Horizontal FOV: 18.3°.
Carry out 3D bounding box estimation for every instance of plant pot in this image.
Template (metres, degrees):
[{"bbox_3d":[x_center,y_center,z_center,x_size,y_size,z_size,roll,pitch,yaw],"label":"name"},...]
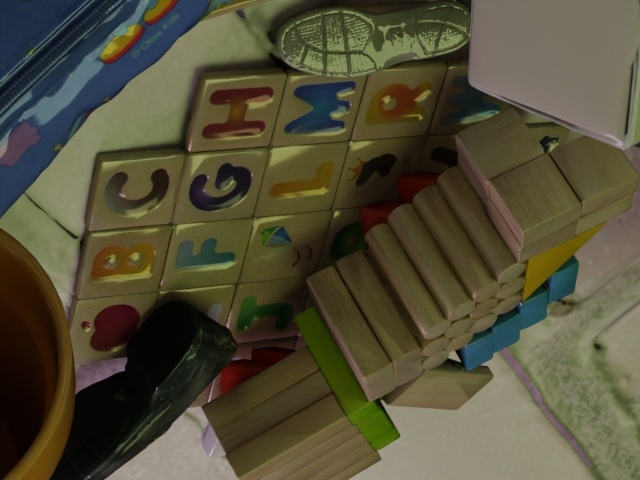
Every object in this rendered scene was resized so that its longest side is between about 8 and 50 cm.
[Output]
[{"bbox_3d":[-0.240,0.109,1.154,0.205,0.205,0.188,-26,156,-14],"label":"plant pot"}]

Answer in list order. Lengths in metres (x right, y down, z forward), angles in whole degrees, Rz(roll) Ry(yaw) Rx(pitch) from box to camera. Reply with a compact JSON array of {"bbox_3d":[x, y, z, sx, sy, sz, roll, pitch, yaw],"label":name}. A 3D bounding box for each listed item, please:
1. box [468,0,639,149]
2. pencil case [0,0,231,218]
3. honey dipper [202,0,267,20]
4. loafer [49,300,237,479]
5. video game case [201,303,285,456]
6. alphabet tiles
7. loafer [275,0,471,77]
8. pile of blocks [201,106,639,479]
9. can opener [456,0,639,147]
[{"bbox_3d":[0.235,-0.179,1.185,0.311,0.121,0.148,-24,127,-40],"label":"box"},{"bbox_3d":[-0.143,-0.107,1.043,0.306,0.133,0.119,-41,117,3],"label":"pencil case"},{"bbox_3d":[-0.042,-0.144,1.169,0.160,0.030,0.030,-19,139,-16],"label":"honey dipper"},{"bbox_3d":[-0.121,0.116,1.318,0.170,0.062,0.061,-44,141,16],"label":"loafer"},{"bbox_3d":[-0.001,0.091,1.447,0.143,0.019,0.157,-4,132,-35],"label":"video game case"},{"bbox_3d":[0.000,0.000,1.330,0.342,0.011,0.285,-5,132,-26],"label":"alphabet tiles"},{"bbox_3d":[0.031,-0.128,1.228,0.125,0.039,0.045,-8,108,-14],"label":"loafer"},{"bbox_3d":[0.060,0.035,1.320,0.362,0.113,0.149,-42,151,22],"label":"pile of blocks"},{"bbox_3d":[0.160,-0.148,1.303,0.095,0.076,0.283,-12,149,22],"label":"can opener"}]
